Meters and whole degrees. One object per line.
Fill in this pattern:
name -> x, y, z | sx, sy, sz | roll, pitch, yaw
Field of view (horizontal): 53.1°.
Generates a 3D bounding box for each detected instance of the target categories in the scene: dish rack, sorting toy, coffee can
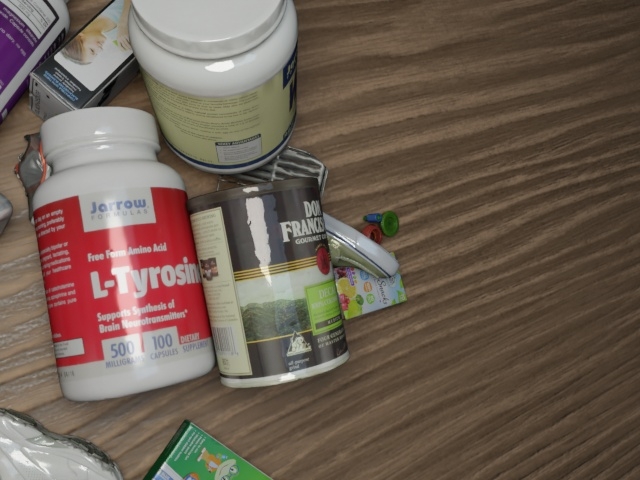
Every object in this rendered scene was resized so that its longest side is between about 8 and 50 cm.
dish rack -> -0.102, -0.035, 1.098 | 0.208, 0.074, 0.271 | 13, 94, 2
sorting toy -> 0.108, -0.025, 1.272 | 0.102, 0.042, 0.061 | -36, 112, -36
coffee can -> -0.078, 0.059, 0.965 | 0.201, 0.201, 0.275 | -11, 91, -25

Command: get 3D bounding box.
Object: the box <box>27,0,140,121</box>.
box -> -0.340, -0.307, 1.048 | 0.087, 0.169, 0.290 | 43, 66, -14

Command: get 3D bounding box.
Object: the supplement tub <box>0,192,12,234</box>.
supplement tub -> -0.612, -0.075, 0.876 | 0.316, 0.193, 0.193 | 41, 68, -13

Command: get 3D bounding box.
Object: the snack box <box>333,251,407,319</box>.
snack box -> 0.089, 0.088, 1.241 | 0.141, 0.037, 0.100 | -14, 88, -25

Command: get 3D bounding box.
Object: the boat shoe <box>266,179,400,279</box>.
boat shoe -> 0.000, 0.000, 1.182 | 0.302, 0.109, 0.094 | 30, 88, 0

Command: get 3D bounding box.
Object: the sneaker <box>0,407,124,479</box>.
sneaker -> -0.413, 0.345, 0.963 | 0.232, 0.090, 0.115 | 28, 78, -8

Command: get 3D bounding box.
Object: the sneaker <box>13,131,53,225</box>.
sneaker -> -0.459, -0.099, 1.033 | 0.065, 0.061, 0.158 | 2, 79, 4

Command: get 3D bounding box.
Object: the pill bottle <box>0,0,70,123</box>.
pill bottle -> -0.505, -0.308, 0.961 | 0.181, 0.181, 0.323 | 31, 66, -16

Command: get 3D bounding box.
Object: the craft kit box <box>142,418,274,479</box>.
craft kit box -> -0.194, 0.469, 1.049 | 0.246, 0.061, 0.250 | 40, 69, -16

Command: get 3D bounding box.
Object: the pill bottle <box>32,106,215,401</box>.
pill bottle -> -0.304, 0.020, 0.976 | 0.229, 0.229, 0.408 | -9, 85, -25

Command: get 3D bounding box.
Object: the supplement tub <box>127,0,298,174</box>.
supplement tub -> -0.151, -0.270, 0.961 | 0.235, 0.325, 0.235 | 1, 68, -3
